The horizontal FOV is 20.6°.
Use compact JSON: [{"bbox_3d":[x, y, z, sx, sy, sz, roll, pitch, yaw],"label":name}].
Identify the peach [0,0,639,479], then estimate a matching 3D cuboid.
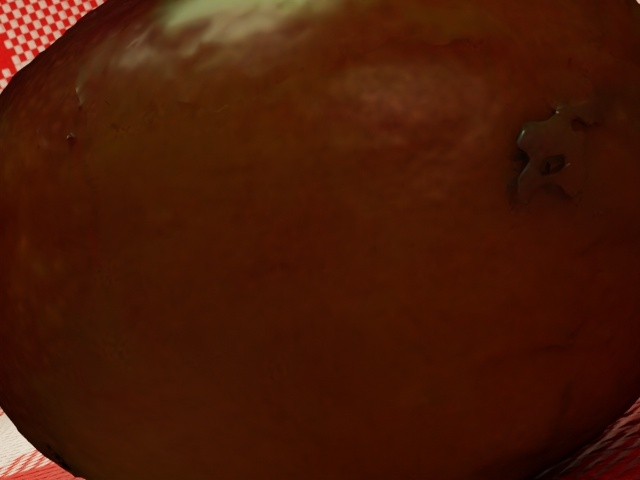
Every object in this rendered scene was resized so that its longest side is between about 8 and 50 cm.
[{"bbox_3d":[-0.001,-0.002,0.860,0.372,0.290,0.372,-18,1,0],"label":"peach"}]
